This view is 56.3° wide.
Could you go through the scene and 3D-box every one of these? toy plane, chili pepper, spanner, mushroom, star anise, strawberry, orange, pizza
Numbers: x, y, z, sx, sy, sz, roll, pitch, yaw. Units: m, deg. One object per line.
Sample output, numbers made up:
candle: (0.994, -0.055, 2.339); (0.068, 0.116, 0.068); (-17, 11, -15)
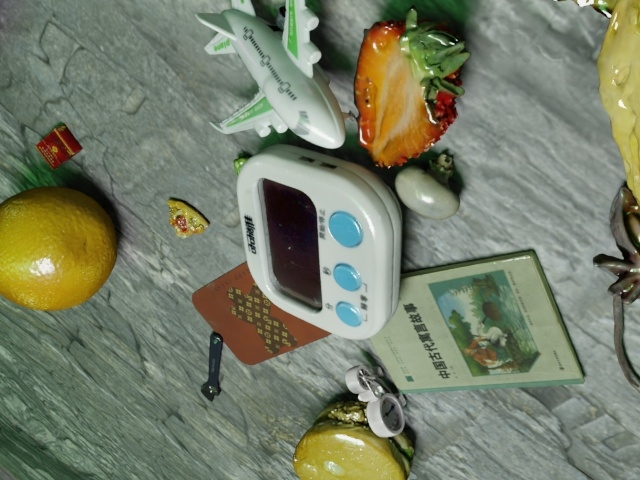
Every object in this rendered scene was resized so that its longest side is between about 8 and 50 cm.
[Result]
toy plane: (-0.044, -0.199, 0.694); (0.255, 0.101, 0.251); (49, 134, 20)
chili pepper: (-0.100, -0.085, 0.872); (0.034, 0.030, 0.091); (-26, 109, 14)
spanner: (-0.213, 0.254, 1.178); (0.046, 0.012, 0.208); (25, 131, 15)
mushroom: (0.136, -0.068, 0.722); (0.085, 0.085, 0.079); (33, 89, 7)
star anise: (0.384, 0.067, 0.692); (0.148, 0.218, 0.227); (-16, 159, 7)
strawberry: (0.102, -0.163, 0.649); (0.140, 0.085, 0.192); (33, 142, 46)
orange: (-0.466, 0.013, 1.032); (0.237, 0.236, 0.236); (16, 127, 22)
pizza: (-0.225, -0.024, 0.990); (0.083, 0.025, 0.078); (29, 129, 10)

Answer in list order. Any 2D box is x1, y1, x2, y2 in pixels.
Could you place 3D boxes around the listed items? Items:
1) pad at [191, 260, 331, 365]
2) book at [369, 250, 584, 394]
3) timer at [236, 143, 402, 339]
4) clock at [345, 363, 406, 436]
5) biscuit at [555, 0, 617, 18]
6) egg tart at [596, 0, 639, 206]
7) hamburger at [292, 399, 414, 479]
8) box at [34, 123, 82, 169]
pad: (-0.107, 0.125, 1.036); (0.267, 0.004, 0.181); (-30, 102, 41)
book: (0.194, 0.127, 0.841); (0.283, 0.025, 0.214); (-16, 111, 36)
timer: (0.000, 0.000, 0.803); (0.237, 0.087, 0.261); (22, 132, 32)
clock: (0.089, 0.244, 0.942); (0.041, 0.087, 0.129); (-27, 103, 36)
biscuit: (0.297, -0.269, 0.506); (0.255, 0.029, 0.172); (26, 130, 12)
egg tart: (0.423, -0.141, 0.399); (0.444, 0.178, 0.442); (10, 125, 14)
hamburger: (0.062, 0.356, 1.013); (0.190, 0.122, 0.215); (25, 127, 10)
box: (-0.455, -0.161, 1.037); (0.082, 0.023, 0.051); (-20, 110, 39)
